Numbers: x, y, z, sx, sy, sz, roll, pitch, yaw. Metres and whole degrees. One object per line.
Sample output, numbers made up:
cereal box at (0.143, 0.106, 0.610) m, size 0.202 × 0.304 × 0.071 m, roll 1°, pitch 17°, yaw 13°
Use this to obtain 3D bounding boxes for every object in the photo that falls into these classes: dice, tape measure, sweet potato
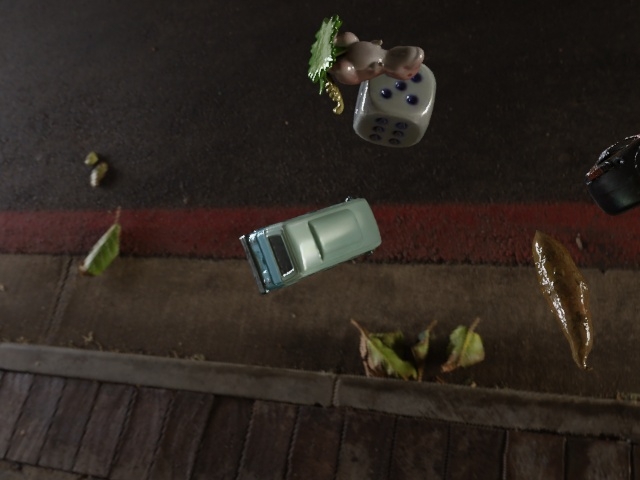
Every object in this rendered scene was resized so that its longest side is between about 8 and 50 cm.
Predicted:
dice at (0.201, -0.378, 1.892) m, size 0.194 × 0.193 × 0.191 m, roll 11°, pitch 72°, yaw -6°
tape measure at (0.601, -0.138, 1.280) m, size 0.202 × 0.223 × 0.135 m, roll -28°, pitch 84°, yaw -40°
sweet potato at (0.328, 0.074, 0.921) m, size 0.060 × 0.068 × 0.205 m, roll -22°, pitch 56°, yaw 25°

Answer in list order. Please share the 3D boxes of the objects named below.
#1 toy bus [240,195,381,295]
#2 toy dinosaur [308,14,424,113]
toy bus at (0.000, 0.000, 1.384) m, size 0.165 × 0.271 × 0.133 m, roll -21°, pitch 89°, yaw 49°
toy dinosaur at (0.079, -0.345, 1.298) m, size 0.194 × 0.177 × 0.152 m, roll -33°, pitch 48°, yaw 52°
